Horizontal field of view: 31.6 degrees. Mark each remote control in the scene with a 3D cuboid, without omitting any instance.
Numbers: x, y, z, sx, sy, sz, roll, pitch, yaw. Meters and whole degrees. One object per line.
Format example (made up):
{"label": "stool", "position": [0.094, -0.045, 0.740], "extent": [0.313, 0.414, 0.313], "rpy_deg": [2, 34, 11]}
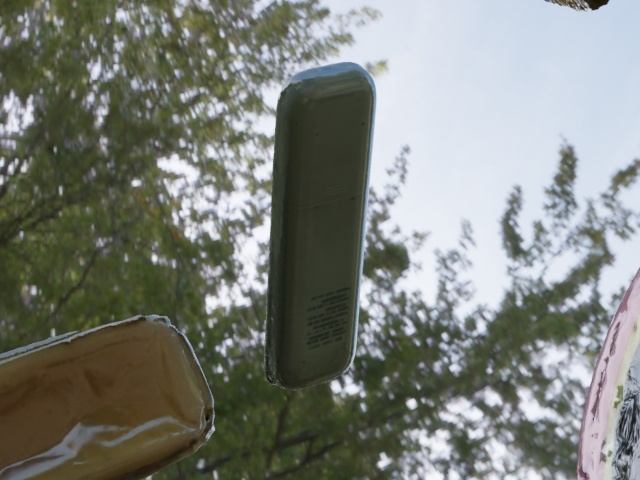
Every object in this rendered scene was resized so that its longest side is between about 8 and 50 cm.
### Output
{"label": "remote control", "position": [-0.001, 0.000, 0.944], "extent": [0.090, 0.038, 0.309], "rpy_deg": [-16, -53, -27]}

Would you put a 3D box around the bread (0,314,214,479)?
{"label": "bread", "position": [-0.214, 0.153, 0.930], "extent": [0.241, 0.107, 0.136], "rpy_deg": [-19, -101, -31]}

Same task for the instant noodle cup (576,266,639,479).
{"label": "instant noodle cup", "position": [0.255, 0.086, 0.363], "extent": [0.255, 0.244, 0.244], "rpy_deg": [23, -72, -26]}

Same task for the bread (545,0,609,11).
{"label": "bread", "position": [0.125, -0.172, 0.519], "extent": [0.084, 0.080, 0.109], "rpy_deg": [39, -80, -17]}
